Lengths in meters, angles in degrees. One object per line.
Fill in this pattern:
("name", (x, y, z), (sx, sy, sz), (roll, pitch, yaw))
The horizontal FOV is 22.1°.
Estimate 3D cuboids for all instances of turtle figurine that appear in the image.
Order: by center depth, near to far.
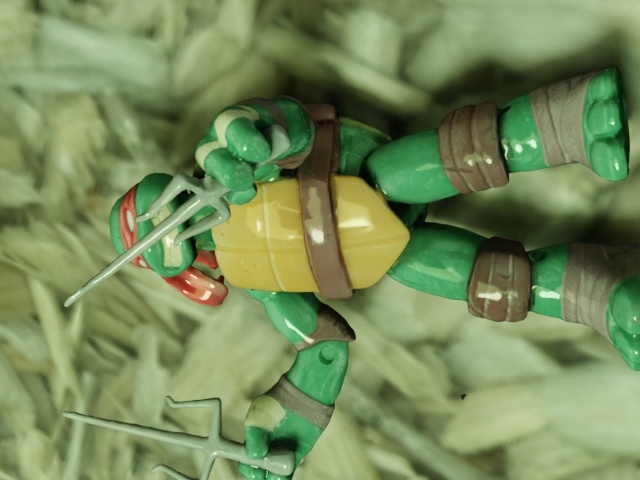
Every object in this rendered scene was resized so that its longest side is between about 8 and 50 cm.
("turtle figurine", (0.000, 0.000, 0.612), (0.234, 0.118, 0.175), (-6, 137, 13))
